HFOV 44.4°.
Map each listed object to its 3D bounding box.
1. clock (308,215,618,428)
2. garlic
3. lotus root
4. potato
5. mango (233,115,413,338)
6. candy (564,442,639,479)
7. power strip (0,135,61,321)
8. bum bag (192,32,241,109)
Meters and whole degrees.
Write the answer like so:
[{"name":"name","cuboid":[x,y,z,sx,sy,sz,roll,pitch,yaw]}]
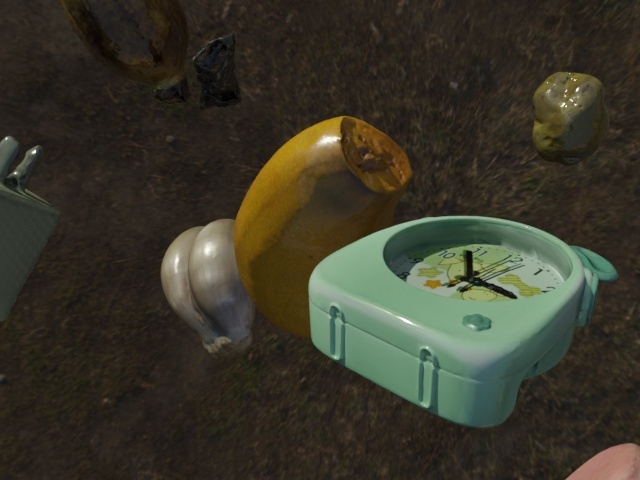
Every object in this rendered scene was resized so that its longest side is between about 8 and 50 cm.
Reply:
[{"name":"clock","cuboid":[0.099,0.035,0.499,0.148,0.188,0.060,23,124,42]},{"name":"garlic","cuboid":[-0.195,0.050,1.674,0.246,0.340,0.231,35,124,-12]},{"name":"lotus root","cuboid":[-0.238,-0.277,0.946,0.128,0.145,0.260,-33,106,1]},{"name":"potato","cuboid":[0.542,-0.263,1.703,0.137,0.154,0.200,-16,114,-31]},{"name":"mango","cuboid":[-0.004,-0.001,0.876,0.187,0.359,0.144,3,55,0]},{"name":"candy","cuboid":[0.392,0.401,1.116,0.094,0.255,0.255,45,97,11]},{"name":"power strip","cuboid":[-0.426,-0.032,0.968,0.140,0.139,0.224,28,90,28]},{"name":"bum bag","cuboid":[-0.234,-0.371,1.773,0.102,0.248,0.069,-10,62,-7]}]
